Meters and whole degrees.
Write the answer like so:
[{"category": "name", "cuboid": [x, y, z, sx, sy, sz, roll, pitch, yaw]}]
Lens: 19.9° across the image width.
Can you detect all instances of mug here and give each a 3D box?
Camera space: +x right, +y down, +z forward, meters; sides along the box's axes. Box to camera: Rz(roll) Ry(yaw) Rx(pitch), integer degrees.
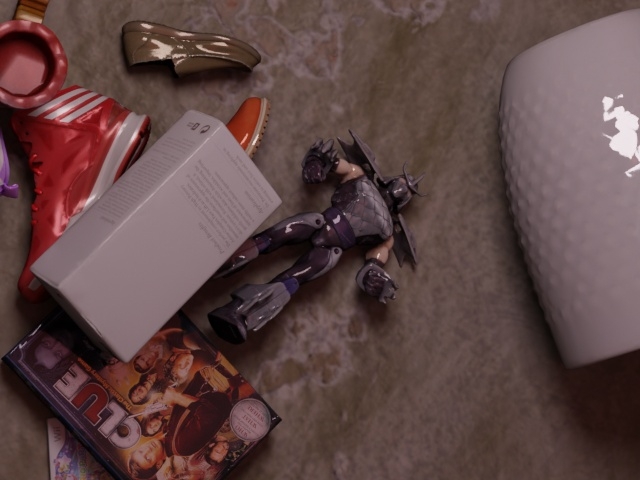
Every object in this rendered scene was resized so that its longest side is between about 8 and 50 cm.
[{"category": "mug", "cuboid": [0.360, -0.072, 1.958, 0.374, 0.276, 0.328, -16, 84, -49]}]

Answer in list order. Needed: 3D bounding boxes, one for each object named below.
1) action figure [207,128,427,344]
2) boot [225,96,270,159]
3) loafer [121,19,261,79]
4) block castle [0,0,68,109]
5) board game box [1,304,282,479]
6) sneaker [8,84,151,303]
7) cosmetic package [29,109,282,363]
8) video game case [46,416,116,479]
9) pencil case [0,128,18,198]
[{"category": "action figure", "cuboid": [0.000, 0.000, 1.902, 0.285, 0.099, 0.185, -31, 92, -21]}, {"category": "boot", "cuboid": [-0.114, -0.096, 1.890, 0.084, 0.059, 0.158, 34, 78, -9]}, {"category": "loafer", "cuboid": [-0.136, -0.191, 1.890, 0.148, 0.056, 0.050, 10, 85, -8]}, {"category": "block castle", "cuboid": [-0.429, -0.324, 1.715, 0.453, 0.213, 0.303, 19, 81, -16]}, {"category": "board game box", "cuboid": [-0.180, 0.152, 1.849, 0.165, 0.042, 0.243, -45, 97, -18]}, {"category": "sneaker", "cuboid": [-0.274, -0.055, 1.837, 0.128, 0.087, 0.221, 29, 80, 4]}, {"category": "cosmetic package", "cuboid": [-0.160, -0.006, 1.787, 0.231, 0.085, 0.117, -45, 121, -14]}, {"category": "video game case", "cuboid": [-0.217, 0.220, 1.860, 0.122, 0.011, 0.087, -3, 88, -18]}, {"category": "pencil case", "cuboid": [-0.405, -0.068, 1.773, 0.206, 0.086, 0.088, -11, 57, -17]}]
